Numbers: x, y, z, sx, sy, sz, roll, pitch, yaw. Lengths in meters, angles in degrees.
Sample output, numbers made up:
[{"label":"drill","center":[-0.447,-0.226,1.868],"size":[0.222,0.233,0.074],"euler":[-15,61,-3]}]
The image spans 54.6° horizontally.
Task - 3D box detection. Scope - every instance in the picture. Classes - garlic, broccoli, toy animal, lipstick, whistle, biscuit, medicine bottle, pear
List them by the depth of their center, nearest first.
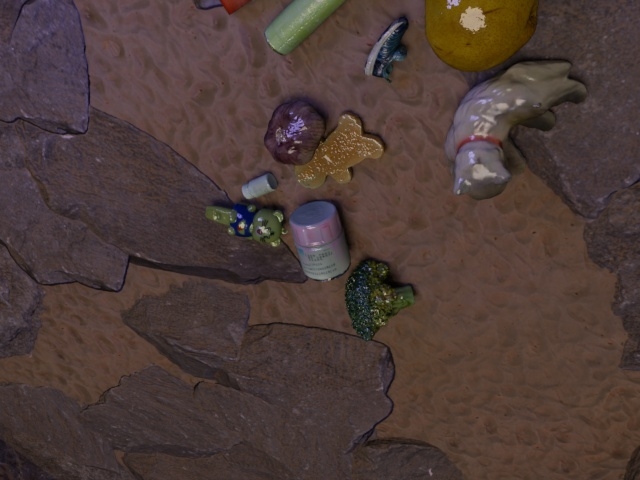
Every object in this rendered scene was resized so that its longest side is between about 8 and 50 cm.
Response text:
[{"label":"pear","center":[0.295,-0.417,1.136],"size":[0.208,0.209,0.209],"euler":[8,127,11]},{"label":"lipstick","center":[0.007,-0.490,1.248],"size":[0.304,0.076,0.076],"euler":[-33,111,32]},{"label":"toy animal","center":[0.390,-0.219,1.274],"size":[0.307,0.188,0.266],"euler":[-7,114,25]},{"label":"garlic","center":[-0.064,-0.244,1.414],"size":[0.159,0.102,0.147],"euler":[-28,76,37]},{"label":"biscuit","center":[0.029,-0.204,1.477],"size":[0.153,0.030,0.234],"euler":[45,125,-12]},{"label":"medicine bottle","center":[0.000,0.000,1.570],"size":[0.135,0.135,0.168],"euler":[-2,125,18]},{"label":"medicine bottle","center":[-0.154,-0.136,1.571],"size":[0.083,0.047,0.047],"euler":[-19,118,28]},{"label":"whistle","center":[-0.193,-0.051,1.621],"size":[0.227,0.085,0.105],"euler":[14,119,7]},{"label":"broccoli","center":[0.161,0.156,1.653],"size":[0.194,0.194,0.220],"euler":[-5,100,20]}]

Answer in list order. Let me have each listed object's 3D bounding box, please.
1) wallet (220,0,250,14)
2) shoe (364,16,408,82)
[{"label":"wallet","center":[-0.191,-0.581,1.257],"size":[0.142,0.045,0.204],"euler":[-21,116,31]},{"label":"shoe","center":[0.146,-0.394,1.284],"size":[0.071,0.064,0.143],"euler":[27,131,-3]}]
